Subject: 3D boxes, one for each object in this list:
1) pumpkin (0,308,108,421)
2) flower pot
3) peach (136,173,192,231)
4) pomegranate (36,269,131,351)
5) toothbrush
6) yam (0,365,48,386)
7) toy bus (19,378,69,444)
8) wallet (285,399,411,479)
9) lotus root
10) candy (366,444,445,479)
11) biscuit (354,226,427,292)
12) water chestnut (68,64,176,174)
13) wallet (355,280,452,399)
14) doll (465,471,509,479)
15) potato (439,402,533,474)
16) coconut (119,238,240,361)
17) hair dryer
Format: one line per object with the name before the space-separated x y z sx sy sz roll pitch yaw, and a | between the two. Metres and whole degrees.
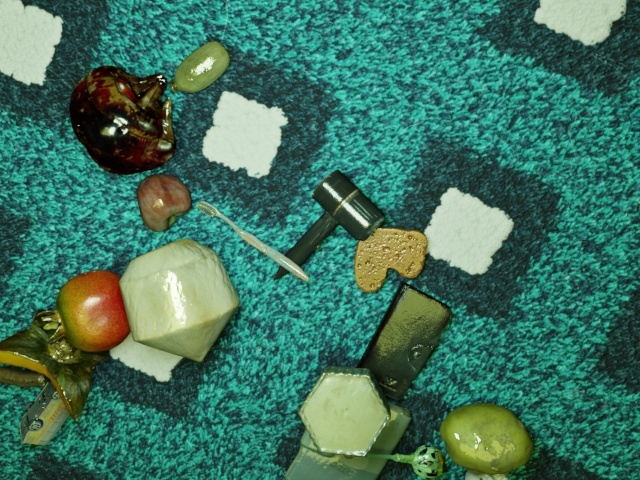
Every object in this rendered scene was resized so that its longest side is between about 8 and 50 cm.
pumpkin | -0.712 0.318 1.777 0.290 0.258 0.095 35 115 -4
flower pot | 0.067 0.446 1.716 0.239 0.189 0.209 4 84 4
peach | -0.427 -0.111 1.754 0.152 0.152 0.152 1 99 4
pomegranate | -0.624 0.194 1.756 0.256 0.221 0.221 -14 100 -30
toothbrush | -0.183 0.001 1.765 0.375 0.037 0.028 34 117 8
yam | -0.914 0.394 1.904 0.241 0.057 0.057 6 100 5
toy bus | -0.766 0.469 1.875 0.106 0.092 0.268 29 103 -42
wallet | 0.072 0.586 1.848 0.252 0.083 0.360 28 95 -2
lotus root | -0.321 -0.446 1.710 0.183 0.077 0.090 -34 95 7
candy | 0.207 0.610 1.805 0.305 0.083 0.091 10 93 -18
biscuit | 0.188 0.055 1.774 0.192 0.036 0.186 5 98 6
water chestnut | -0.500 -0.309 1.666 0.244 0.289 0.289 -32 97 -24
wallet | 0.226 0.288 1.808 0.172 0.045 0.318 28 101 1
doll | 0.416 0.721 1.828 0.293 0.119 0.138 -42 60 10
potato | 0.450 0.541 1.775 0.228 0.197 0.148 -17 139 -5
coconut | -0.367 0.168 1.707 0.328 0.329 0.329 1 99 4
hair dryer | 0.000 0.000 1.752 0.189 0.107 0.352 44 110 8
